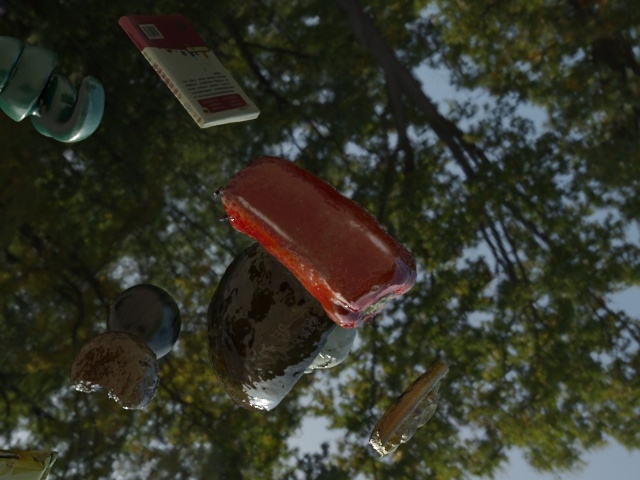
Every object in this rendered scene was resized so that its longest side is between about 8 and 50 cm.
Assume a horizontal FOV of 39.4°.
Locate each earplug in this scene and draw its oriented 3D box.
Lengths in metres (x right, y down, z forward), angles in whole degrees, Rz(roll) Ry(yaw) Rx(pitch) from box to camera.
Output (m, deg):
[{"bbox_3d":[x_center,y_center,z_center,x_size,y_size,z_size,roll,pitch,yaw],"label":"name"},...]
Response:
[{"bbox_3d":[-0.573,-0.306,1.791,0.164,0.280,0.257,-60,-161,4],"label":"earplug"}]

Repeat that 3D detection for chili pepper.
[{"bbox_3d":[0.000,0.000,0.549,0.123,0.073,0.070,38,-130,17],"label":"chili pepper"}]

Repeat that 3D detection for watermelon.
[{"bbox_3d":[-0.252,0.124,1.245,0.105,0.105,0.133,-12,-148,39],"label":"watermelon"}]

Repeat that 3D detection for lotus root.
[{"bbox_3d":[-0.103,0.138,1.403,0.314,0.142,0.210,-53,-154,36],"label":"lotus root"}]

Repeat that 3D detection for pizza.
[{"bbox_3d":[0.112,0.217,1.115,0.035,0.099,0.160,32,-135,23],"label":"pizza"}]

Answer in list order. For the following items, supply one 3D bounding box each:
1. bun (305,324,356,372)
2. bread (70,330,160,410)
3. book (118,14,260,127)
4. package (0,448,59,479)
[{"bbox_3d":[-0.050,0.145,1.649,0.239,0.239,0.141,-36,-164,10],"label":"bun"},{"bbox_3d":[-0.228,0.146,1.023,0.113,0.060,0.082,14,-98,34],"label":"bread"},{"bbox_3d":[-0.216,-0.287,1.497,0.022,0.232,0.162,-43,170,32],"label":"book"},{"bbox_3d":[-0.667,0.495,1.850,0.168,0.226,0.090,-61,-140,13],"label":"package"}]
